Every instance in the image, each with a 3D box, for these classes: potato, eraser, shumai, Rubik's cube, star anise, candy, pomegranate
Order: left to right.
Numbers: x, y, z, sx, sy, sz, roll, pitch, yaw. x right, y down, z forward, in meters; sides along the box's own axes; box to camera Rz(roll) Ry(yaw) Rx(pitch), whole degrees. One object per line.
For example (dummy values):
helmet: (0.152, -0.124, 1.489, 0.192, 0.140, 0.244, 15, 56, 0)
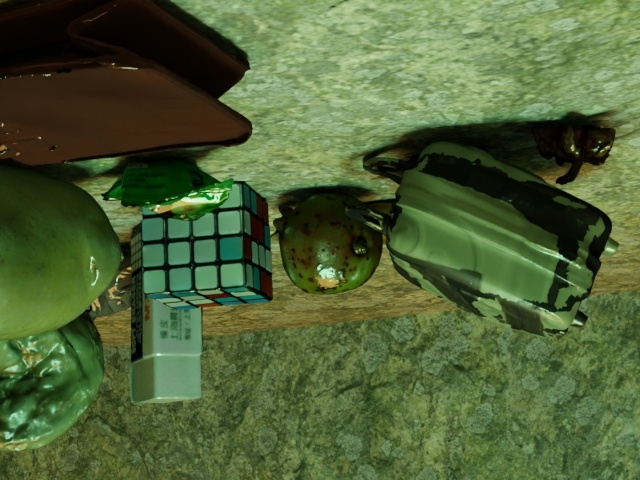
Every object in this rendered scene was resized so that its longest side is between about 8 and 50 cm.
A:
shumai: (-0.537, 0.118, 1.840, 0.324, 0.397, 0.323, -31, 146, -18)
potato: (-0.414, 0.015, 1.452, 0.243, 0.221, 0.326, -13, 171, 34)
eraser: (-0.246, 0.113, 1.864, 0.086, 0.287, 0.130, 5, 167, -29)
candy: (-0.192, -0.066, 1.489, 0.141, 0.078, 0.203, 12, 177, -18)
Rubik's cube: (-0.162, 0.011, 1.695, 0.154, 0.155, 0.151, -6, 170, 11)
pomegranate: (0.000, 0.000, 1.742, 0.159, 0.159, 0.205, 5, -168, -40)
star anise: (0.313, -0.106, 1.459, 0.097, 0.070, 0.190, -7, 172, 10)

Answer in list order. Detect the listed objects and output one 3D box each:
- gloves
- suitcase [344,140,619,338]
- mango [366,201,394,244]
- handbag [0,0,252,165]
gloves: (-0.335, 0.074, 2.068, 0.285, 0.119, 0.142, -10, 134, 10)
suitcase: (0.201, -0.015, 1.531, 0.339, 0.194, 0.351, 25, 175, 9)
mango: (0.097, -0.027, 1.847, 0.187, 0.066, 0.101, 2, 172, 23)
handbag: (-0.224, -0.135, 1.063, 0.275, 0.084, 0.260, -7, 170, 22)
